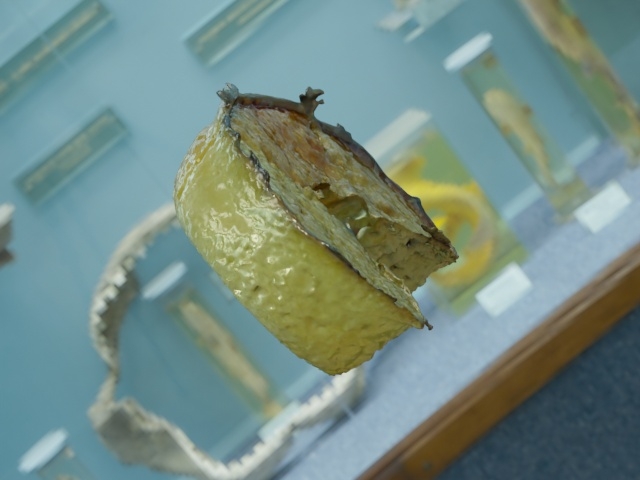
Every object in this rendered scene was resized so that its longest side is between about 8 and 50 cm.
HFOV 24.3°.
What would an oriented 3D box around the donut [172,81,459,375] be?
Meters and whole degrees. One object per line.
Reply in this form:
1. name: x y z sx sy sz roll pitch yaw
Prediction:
1. donut: -0.009 -0.008 0.722 0.078 0.146 0.181 -45 2 18
